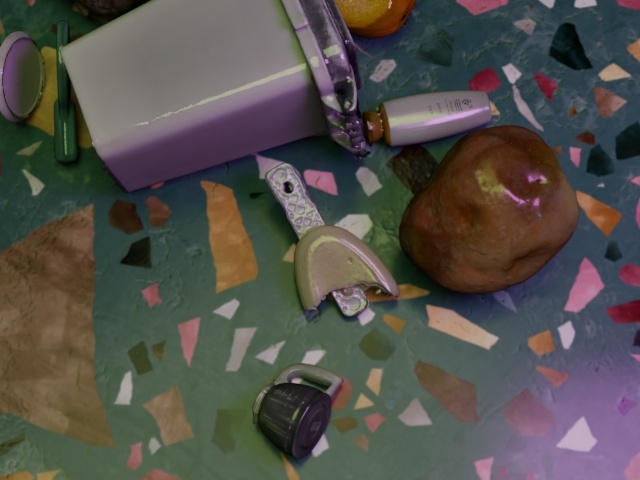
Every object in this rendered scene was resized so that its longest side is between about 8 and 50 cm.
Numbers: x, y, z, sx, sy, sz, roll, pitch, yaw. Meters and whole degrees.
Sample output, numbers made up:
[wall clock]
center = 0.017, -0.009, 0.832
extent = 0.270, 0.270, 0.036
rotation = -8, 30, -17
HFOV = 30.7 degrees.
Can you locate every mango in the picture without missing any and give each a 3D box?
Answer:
[mango]
center = 0.062, -0.392, 1.712
extent = 0.141, 0.102, 0.217
rotation = -29, 69, 11

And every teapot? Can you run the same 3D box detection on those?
[teapot]
center = -0.036, 0.220, 1.519
extent = 0.090, 0.124, 0.092
rotation = 23, 113, 23

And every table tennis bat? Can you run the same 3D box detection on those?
[table tennis bat]
center = -0.362, -0.210, 1.646
extent = 0.033, 0.124, 0.201
rotation = -2, 92, -9

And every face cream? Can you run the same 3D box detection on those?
[face cream]
center = 0.150, -0.176, 1.660
extent = 0.182, 0.051, 0.072
rotation = -11, 72, -5

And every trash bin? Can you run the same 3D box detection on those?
[trash bin]
center = -0.136, -0.209, 1.580
extent = 0.367, 0.256, 0.296
rotation = -22, 75, -1

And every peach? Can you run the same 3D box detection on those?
[peach]
center = 0.216, -0.036, 1.533
extent = 0.235, 0.214, 0.214
rotation = -33, 74, -4

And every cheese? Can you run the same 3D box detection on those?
[cheese]
center = 0.000, 0.000, 1.578
extent = 0.127, 0.050, 0.235
rotation = -28, 90, 0

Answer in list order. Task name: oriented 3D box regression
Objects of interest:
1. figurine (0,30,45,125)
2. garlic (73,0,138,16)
[figurine]
center = -0.487, -0.235, 1.654
extent = 0.153, 0.132, 0.132
rotation = 7, 71, 15
[garlic]
center = -0.303, -0.451, 1.697
extent = 0.244, 0.160, 0.245
rotation = 3, 70, -9
